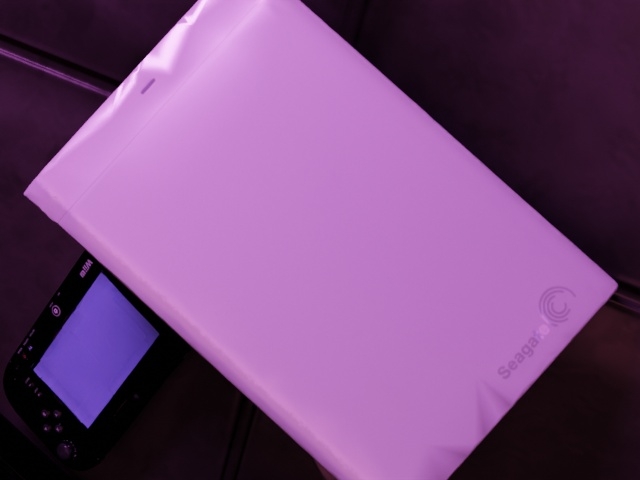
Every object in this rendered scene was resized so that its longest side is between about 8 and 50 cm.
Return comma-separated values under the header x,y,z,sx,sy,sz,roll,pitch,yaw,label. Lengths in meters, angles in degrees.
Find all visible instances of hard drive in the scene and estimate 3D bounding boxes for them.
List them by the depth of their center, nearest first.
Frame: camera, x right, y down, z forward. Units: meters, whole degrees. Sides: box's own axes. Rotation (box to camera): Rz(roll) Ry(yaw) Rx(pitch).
x,y,z,sx,sy,sz,roll,pitch,yaw,label
0.000,0.000,0.835,0.307,0.040,0.203,42,88,3,hard drive

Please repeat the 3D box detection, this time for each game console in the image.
x,y,z,sx,sy,sz,roll,pitch,yaw,label
-0.214,0.123,1.024,0.213,0.044,0.361,41,119,3,game console

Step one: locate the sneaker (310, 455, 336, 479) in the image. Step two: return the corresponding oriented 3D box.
x,y,z,sx,sy,sz,roll,pitch,yaw,label
0.009,0.066,0.904,0.097,0.084,0.234,-28,98,1,sneaker
